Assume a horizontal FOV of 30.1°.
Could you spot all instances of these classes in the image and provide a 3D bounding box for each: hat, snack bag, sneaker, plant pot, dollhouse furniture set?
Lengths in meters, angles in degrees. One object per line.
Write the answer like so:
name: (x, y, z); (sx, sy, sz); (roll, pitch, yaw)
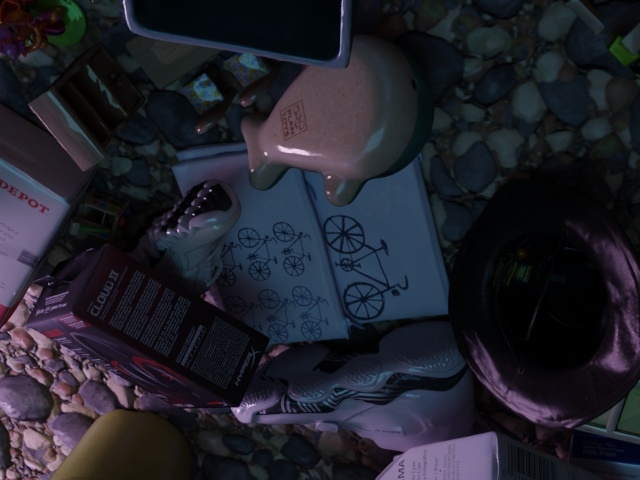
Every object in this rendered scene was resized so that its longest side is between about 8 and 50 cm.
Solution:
hat: (0.316, 0.081, 1.503); (0.134, 0.331, 0.331); (3, 133, -37)
snack bag: (0.000, 0.000, 1.622); (0.343, 0.037, 0.323); (-7, 119, 17)
sneaker: (0.062, 0.252, 1.703); (0.366, 0.137, 0.210); (-15, 115, 18)
plant pot: (-0.314, 0.402, 1.817); (0.276, 0.254, 0.276); (6, 123, 9)
plant pot: (-0.062, -0.372, 1.258); (0.248, 0.252, 0.247); (10, 144, 6)
sneaker: (-0.170, 0.008, 1.587); (0.118, 0.110, 0.292); (44, 148, -12)
dollhouse furniture set: (0.341, -0.252, 1.367); (0.152, 0.076, 0.058); (41, 109, -15)
dollhouse furniture set: (-0.212, -0.214, 1.463); (0.242, 0.161, 0.212); (-28, 111, 27)

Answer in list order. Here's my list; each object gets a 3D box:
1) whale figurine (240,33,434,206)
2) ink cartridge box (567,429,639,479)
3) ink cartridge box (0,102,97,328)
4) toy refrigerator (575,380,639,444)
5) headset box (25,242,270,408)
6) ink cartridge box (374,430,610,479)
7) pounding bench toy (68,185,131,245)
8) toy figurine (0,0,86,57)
whale figurine: (0.023, -0.144, 1.474); (0.272, 0.141, 0.216); (-22, 73, 39)
ink cartridge box: (0.469, 0.349, 1.724); (0.223, 0.045, 0.224); (4, 122, 11)
ink cartridge box: (-0.467, -0.037, 1.659); (0.207, 0.117, 0.283); (33, 123, -8)
toy refrigerator: (0.433, 0.213, 1.613); (0.269, 0.094, 0.102); (13, 118, 6)
headset box: (-0.251, 0.117, 1.622); (0.293, 0.110, 0.218); (33, 158, -22)
ink cartridge box: (0.188, 0.373, 1.688); (0.385, 0.091, 0.308); (-18, 147, 41)
pounding bench toy: (-0.304, -0.024, 1.650); (0.065, 0.083, 0.052); (21, 124, 0)
toy figurine: (-0.398, -0.264, 1.477); (0.173, 0.159, 0.130); (23, 124, -2)
